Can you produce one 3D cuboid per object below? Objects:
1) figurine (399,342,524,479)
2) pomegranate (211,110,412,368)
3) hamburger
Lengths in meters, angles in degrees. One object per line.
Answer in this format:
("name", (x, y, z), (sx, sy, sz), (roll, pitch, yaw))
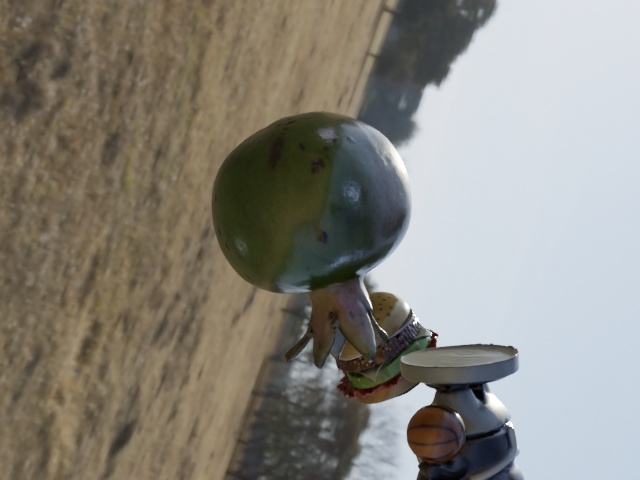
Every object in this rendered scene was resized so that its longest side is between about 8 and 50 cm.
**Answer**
("figurine", (0.141, 0.229, 1.027), (0.176, 0.133, 0.236), (-13, 99, -57))
("pomegranate", (0.000, 0.000, 0.934), (0.181, 0.181, 0.224), (-35, 109, -89))
("hamburger", (0.087, 0.152, 1.592), (0.175, 0.137, 0.175), (-26, -162, 9))
